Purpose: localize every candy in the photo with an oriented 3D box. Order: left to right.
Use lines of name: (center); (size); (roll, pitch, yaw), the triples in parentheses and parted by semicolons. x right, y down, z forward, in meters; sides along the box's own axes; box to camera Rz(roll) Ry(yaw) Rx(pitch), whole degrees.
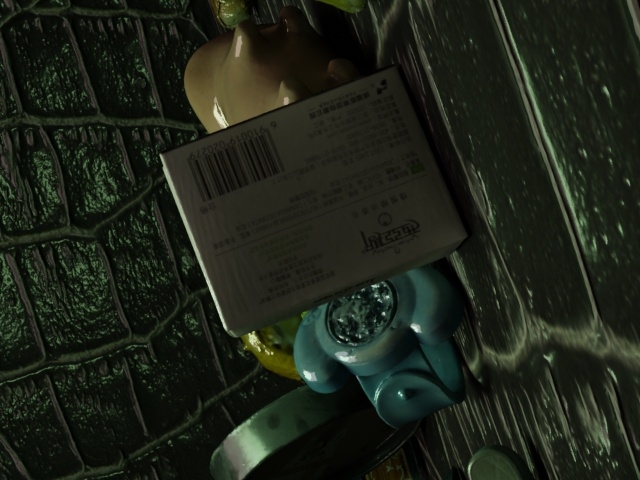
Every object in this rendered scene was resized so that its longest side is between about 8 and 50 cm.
candy: (-0.011, 0.089, 1.629); (0.118, 0.260, 0.260); (102, 148, -66)

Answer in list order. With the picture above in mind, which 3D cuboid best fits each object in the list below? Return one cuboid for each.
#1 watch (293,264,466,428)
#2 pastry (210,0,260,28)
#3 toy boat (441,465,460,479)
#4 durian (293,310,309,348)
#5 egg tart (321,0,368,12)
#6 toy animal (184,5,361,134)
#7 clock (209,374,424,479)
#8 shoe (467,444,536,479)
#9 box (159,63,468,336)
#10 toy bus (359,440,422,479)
watch: (0.091, 0.115, 1.269); (0.193, 0.211, 0.211); (44, -165, -46)
pastry: (-0.177, -0.481, 2.038); (0.153, 0.081, 0.153); (160, 90, -89)
toy boat: (0.225, 0.464, 1.630); (0.093, 0.103, 0.246); (53, -156, -56)
durian: (0.009, 0.001, 1.535); (0.157, 0.169, 0.355); (75, 178, -58)
egg tart: (-0.006, -0.303, 1.044); (0.197, 0.078, 0.197); (158, 90, -86)
toy animal: (-0.040, -0.162, 1.326); (0.269, 0.237, 0.326); (93, 157, -45)
clock: (0.001, 0.346, 1.816); (0.076, 0.386, 0.386); (61, 171, 27)
shoe: (0.224, 0.300, 1.143); (0.195, 0.079, 0.078); (62, -150, -4)
box: (-0.008, -0.037, 1.087); (0.111, 0.260, 0.194); (105, 145, -79)
toy bus: (0.093, 0.403, 2.218); (0.275, 0.167, 0.138); (-118, 9, -59)
